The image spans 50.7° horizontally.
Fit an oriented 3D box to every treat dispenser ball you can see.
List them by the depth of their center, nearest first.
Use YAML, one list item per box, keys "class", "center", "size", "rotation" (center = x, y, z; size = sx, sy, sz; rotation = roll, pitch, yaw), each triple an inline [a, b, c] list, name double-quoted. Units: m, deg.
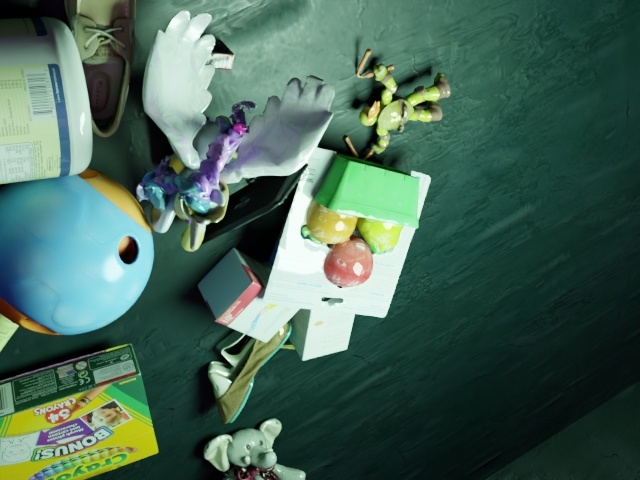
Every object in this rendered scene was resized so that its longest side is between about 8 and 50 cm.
- class: "treat dispenser ball"
  center: [-0.430, 0.016, 1.142]
  size: [0.288, 0.288, 0.288]
  rotation: [-18, 134, -20]

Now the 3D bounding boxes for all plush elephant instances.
- class: "plush elephant"
  center: [-0.180, 0.645, 1.897]
  size: [0.272, 0.330, 0.255]
  rotation: [-19, 113, -37]

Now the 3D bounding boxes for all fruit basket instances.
- class: "fruit basket"
  center: [0.060, -0.010, 1.489]
  size: [0.327, 0.165, 0.353]
  rotation: [9, 110, -29]

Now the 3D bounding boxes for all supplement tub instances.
- class: "supplement tub"
  center: [-0.510, -0.189, 0.951]
  size: [0.325, 0.235, 0.235]
  rotation: [-11, 131, -26]

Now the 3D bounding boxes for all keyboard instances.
- class: "keyboard"
  center: [-0.122, -0.091, 1.284]
  size: [0.033, 0.317, 0.201]
  rotation: [40, 58, -22]

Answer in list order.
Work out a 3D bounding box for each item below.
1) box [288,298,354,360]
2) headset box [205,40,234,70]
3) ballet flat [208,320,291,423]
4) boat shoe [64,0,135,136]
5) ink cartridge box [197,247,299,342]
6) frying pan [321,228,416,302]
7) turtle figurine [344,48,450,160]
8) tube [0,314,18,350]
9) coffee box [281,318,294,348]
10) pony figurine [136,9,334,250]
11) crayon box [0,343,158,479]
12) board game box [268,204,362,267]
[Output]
- class: "box"
  center: [0.004, 0.194, 1.667]
  size: [0.130, 0.091, 0.170]
  rotation: [-9, 129, -26]
- class: "headset box"
  center: [-0.193, -0.324, 1.172]
  size: [0.083, 0.062, 0.032]
  rotation: [-4, 128, -30]
- class: "ballet flat"
  center: [-0.204, 0.308, 1.690]
  size: [0.124, 0.116, 0.342]
  rotation: [25, 111, -23]
- class: "boat shoe"
  center: [-0.339, -0.310, 1.060]
  size: [0.109, 0.098, 0.302]
  rotation: [-6, 129, -30]
- class: "ink cartridge box"
  center: [-0.160, 0.128, 1.535]
  size: [0.127, 0.128, 0.176]
  rotation: [-46, 136, 10]
- class: "frying pan"
  center: [0.120, 0.054, 1.666]
  size: [0.326, 0.053, 0.197]
  rotation: [-46, 150, -9]
- class: "turtle figurine"
  center: [0.166, -0.287, 1.422]
  size: [0.217, 0.087, 0.269]
  rotation: [-19, 134, -19]
- class: "tube"
  center: [-0.662, 0.208, 1.328]
  size: [0.070, 0.062, 0.240]
  rotation: [42, 107, -6]
- class: "coffee box"
  center: [-0.038, 0.203, 1.745]
  size: [0.113, 0.040, 0.184]
  rotation: [15, 117, -41]
- class: "pony figurine"
  center: [-0.177, -0.145, 1.125]
  size: [0.303, 0.363, 0.350]
  rotation: [21, 81, -16]
- class: "crayon box"
  center: [-0.563, 0.411, 1.488]
  size: [0.363, 0.106, 0.313]
  rotation: [-15, 134, -19]
- class: "board game box"
  center: [0.000, 0.000, 1.590]
  size: [0.210, 0.047, 0.160]
  rotation: [3, 123, -35]
